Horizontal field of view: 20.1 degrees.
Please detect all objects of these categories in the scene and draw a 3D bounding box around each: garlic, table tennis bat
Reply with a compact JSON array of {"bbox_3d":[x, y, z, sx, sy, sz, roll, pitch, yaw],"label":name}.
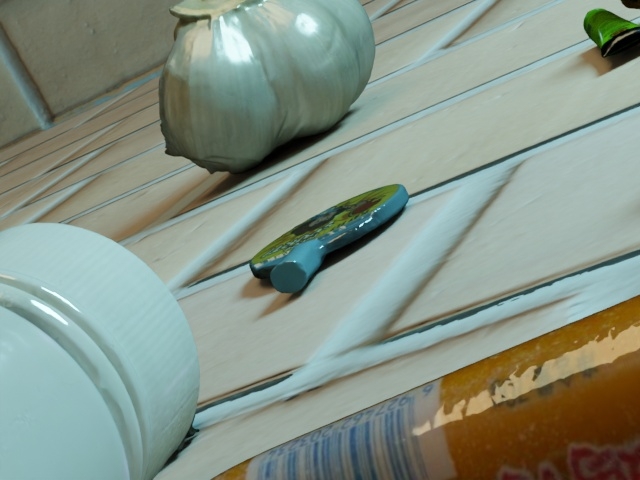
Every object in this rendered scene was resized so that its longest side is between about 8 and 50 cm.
[{"bbox_3d":[-0.027,-0.145,1.524,0.143,0.178,0.229,12,49,24],"label":"garlic"},{"bbox_3d":[0.000,0.000,1.030,0.100,0.019,0.155,-23,9,20],"label":"table tennis bat"}]

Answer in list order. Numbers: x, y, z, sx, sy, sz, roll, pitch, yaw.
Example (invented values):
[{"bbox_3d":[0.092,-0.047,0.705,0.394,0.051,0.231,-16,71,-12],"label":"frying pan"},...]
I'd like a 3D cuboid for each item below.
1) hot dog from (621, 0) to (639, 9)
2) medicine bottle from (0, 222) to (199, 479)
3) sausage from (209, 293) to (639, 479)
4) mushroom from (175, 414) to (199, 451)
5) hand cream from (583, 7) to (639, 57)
[{"bbox_3d":[0.276,-0.194,1.137,0.100,0.068,0.249,-19,6,-34],"label":"hot dog"},{"bbox_3d":[-0.136,0.085,0.613,0.139,0.139,0.237,-23,13,24],"label":"medicine bottle"},{"bbox_3d":[0.100,0.036,0.485,0.348,0.053,0.053,-25,11,18],"label":"sausage"},{"bbox_3d":[-0.157,0.080,0.818,0.188,0.117,0.141,-29,-2,18],"label":"mushroom"},{"bbox_3d":[0.192,-0.137,1.191,0.036,0.023,0.122,-26,11,5],"label":"hand cream"}]
